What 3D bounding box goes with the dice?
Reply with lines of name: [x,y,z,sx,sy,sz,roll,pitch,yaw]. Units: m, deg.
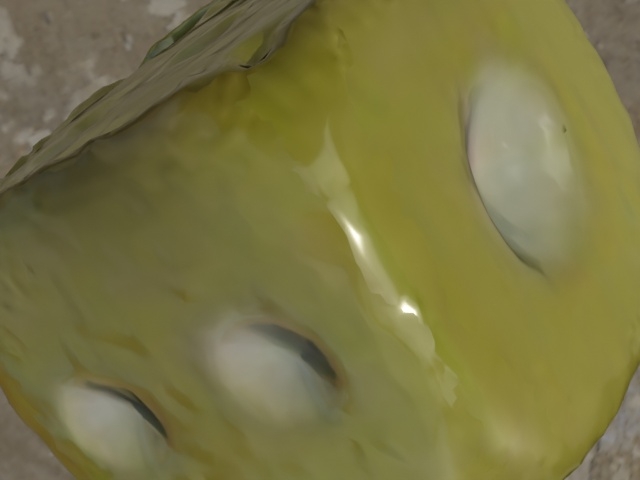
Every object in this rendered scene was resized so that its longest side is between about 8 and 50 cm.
dice: [0.000,0.000,0.664,0.233,0.238,0.227,-20,113,40]
